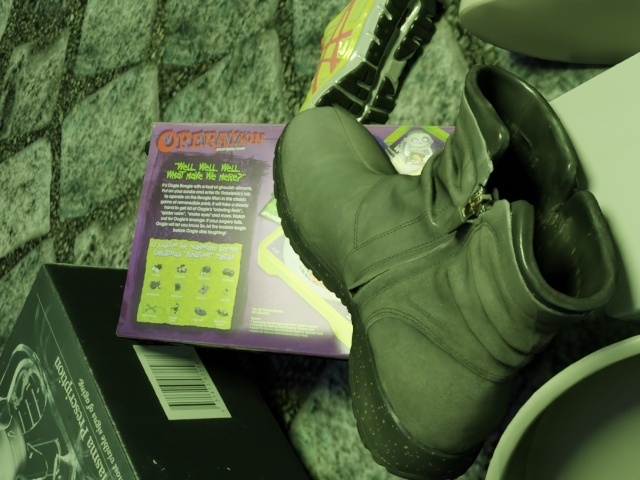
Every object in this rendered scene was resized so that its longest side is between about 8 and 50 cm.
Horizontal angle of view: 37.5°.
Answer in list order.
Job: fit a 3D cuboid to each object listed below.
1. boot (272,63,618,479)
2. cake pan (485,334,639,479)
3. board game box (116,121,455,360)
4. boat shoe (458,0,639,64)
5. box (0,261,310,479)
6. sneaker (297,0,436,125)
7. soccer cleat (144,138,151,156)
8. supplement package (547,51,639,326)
[{"bbox_3d":[0.075,-0.033,0.635,0.338,0.118,0.222,66,146,38],"label":"boot"},{"bbox_3d":[0.243,0.169,0.544,0.293,0.054,0.293,8,114,18],"label":"cake pan"},{"bbox_3d":[0.000,0.000,0.824,0.347,0.056,0.208,4,80,18],"label":"board game box"},{"bbox_3d":[0.273,-0.234,0.705,0.341,0.127,0.158,3,74,36],"label":"boat shoe"},{"bbox_3d":[-0.198,0.251,0.921,0.343,0.179,0.312,53,124,39],"label":"box"},{"bbox_3d":[0.030,-0.172,0.938,0.208,0.081,0.094,-56,40,7],"label":"sneaker"},{"bbox_3d":[-0.147,-0.079,1.083,0.179,0.060,0.072,16,90,42],"label":"soccer cleat"},{"bbox_3d":[0.282,-0.036,0.566,0.194,0.203,0.149,-28,61,36],"label":"supplement package"}]
